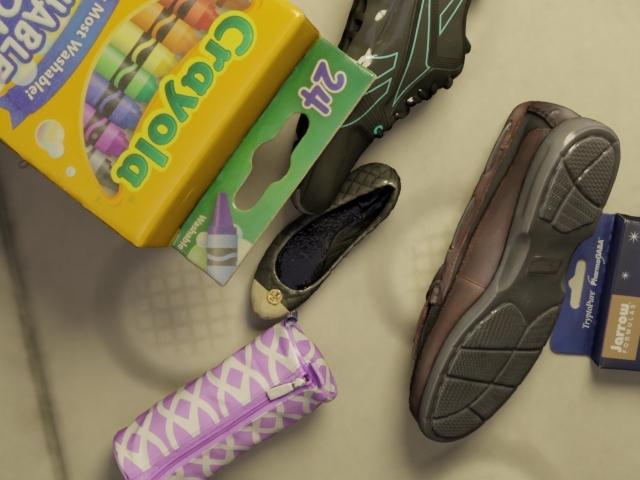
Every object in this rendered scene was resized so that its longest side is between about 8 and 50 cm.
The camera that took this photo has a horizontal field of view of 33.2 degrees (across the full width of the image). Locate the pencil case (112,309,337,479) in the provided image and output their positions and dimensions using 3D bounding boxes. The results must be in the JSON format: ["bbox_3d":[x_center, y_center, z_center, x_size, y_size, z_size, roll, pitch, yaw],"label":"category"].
[{"bbox_3d":[-0.080,0.151,0.923,0.206,0.088,0.086,-35,110,8],"label":"pencil case"}]

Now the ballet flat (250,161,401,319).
[{"bbox_3d":[0.000,0.000,0.907,0.057,0.049,0.173,40,99,-10],"label":"ballet flat"}]

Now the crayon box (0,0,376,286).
[{"bbox_3d":[-0.148,-0.139,0.787,0.323,0.083,0.203,37,95,7],"label":"crayon box"}]

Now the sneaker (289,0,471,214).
[{"bbox_3d":[0.057,-0.134,0.851,0.106,0.101,0.267,22,103,-11],"label":"sneaker"}]

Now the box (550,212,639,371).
[{"bbox_3d":[0.323,0.051,0.940,0.225,0.036,0.136,5,104,-2],"label":"box"}]

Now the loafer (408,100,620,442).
[{"bbox_3d":[0.150,0.026,0.913,0.109,0.095,0.302,12,110,-36],"label":"loafer"}]

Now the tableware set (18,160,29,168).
[{"bbox_3d":[-0.241,-0.145,0.879,0.104,0.024,0.154,-30,102,2],"label":"tableware set"}]
